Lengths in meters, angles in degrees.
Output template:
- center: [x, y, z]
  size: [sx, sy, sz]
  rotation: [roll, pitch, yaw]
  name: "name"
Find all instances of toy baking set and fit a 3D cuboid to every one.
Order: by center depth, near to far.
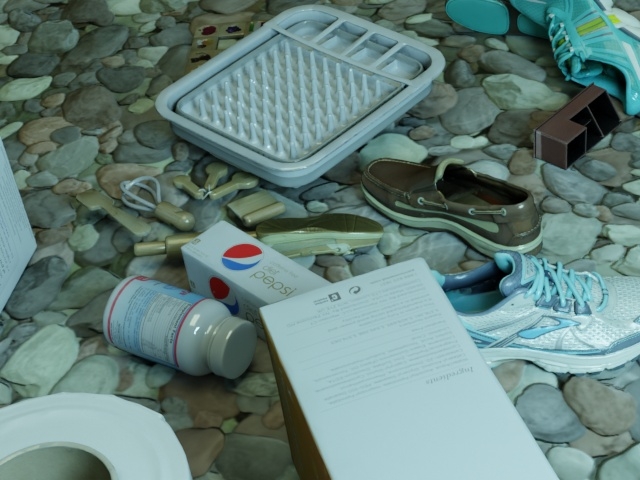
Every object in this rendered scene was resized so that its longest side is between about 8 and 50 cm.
- center: [-0.176, -0.034, 1.663]
  size: [0.256, 0.030, 0.196]
  rotation: [-9, 32, -9]
  name: "toy baking set"

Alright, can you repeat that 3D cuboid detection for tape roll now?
- center: [-0.251, 0.275, 1.236]
  size: [0.286, 0.100, 0.286]
  rotation: [-6, 38, 5]
  name: "tape roll"

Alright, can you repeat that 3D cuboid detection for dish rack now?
- center: [-0.025, -0.191, 1.779]
  size: [0.286, 0.072, 0.333]
  rotation: [28, 50, 33]
  name: "dish rack"

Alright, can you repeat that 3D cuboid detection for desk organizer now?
- center: [0.331, -0.146, 1.681]
  size: [0.050, 0.047, 0.130]
  rotation: [28, 52, 35]
  name: "desk organizer"

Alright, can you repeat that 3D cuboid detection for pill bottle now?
- center: [-0.153, 0.098, 1.445]
  size: [0.160, 0.087, 0.087]
  rotation: [16, 45, 28]
  name: "pill bottle"

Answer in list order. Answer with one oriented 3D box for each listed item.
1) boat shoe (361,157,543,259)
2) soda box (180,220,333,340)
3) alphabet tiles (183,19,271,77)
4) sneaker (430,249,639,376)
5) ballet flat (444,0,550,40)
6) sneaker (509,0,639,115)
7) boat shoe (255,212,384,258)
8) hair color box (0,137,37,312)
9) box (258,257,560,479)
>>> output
- center: [0.155, -0.063, 1.574]
  size: [0.257, 0.095, 0.095]
  rotation: [22, 48, 33]
  name: "boat shoe"
- center: [-0.061, 0.059, 1.484]
  size: [0.069, 0.074, 0.216]
  rotation: [-36, 46, -29]
  name: "soda box"
- center: [-0.102, -0.264, 1.947]
  size: [0.198, 0.009, 0.237]
  rotation: [-3, 39, 7]
  name: "alphabet tiles"
- center: [0.228, 0.069, 1.373]
  size: [0.283, 0.122, 0.110]
  rotation: [-8, 39, 2]
  name: "sneaker"
- center: [0.284, -0.332, 1.904]
  size: [0.203, 0.074, 0.074]
  rotation: [14, 44, 18]
  name: "ballet flat"
- center: [0.353, -0.271, 1.758]
  size: [0.110, 0.107, 0.275]
  rotation: [-40, 63, -17]
  name: "sneaker"
- center: [0.000, 0.001, 1.576]
  size: [0.153, 0.048, 0.056]
  rotation: [-4, 26, -4]
  name: "boat shoe"
- center: [-0.448, 0.043, 1.495]
  size: [0.110, 0.185, 0.338]
  rotation: [0, 39, 12]
  name: "hair color box"
- center: [0.083, 0.214, 1.152]
  size: [0.168, 0.215, 0.345]
  rotation: [-17, 39, -9]
  name: "box"
